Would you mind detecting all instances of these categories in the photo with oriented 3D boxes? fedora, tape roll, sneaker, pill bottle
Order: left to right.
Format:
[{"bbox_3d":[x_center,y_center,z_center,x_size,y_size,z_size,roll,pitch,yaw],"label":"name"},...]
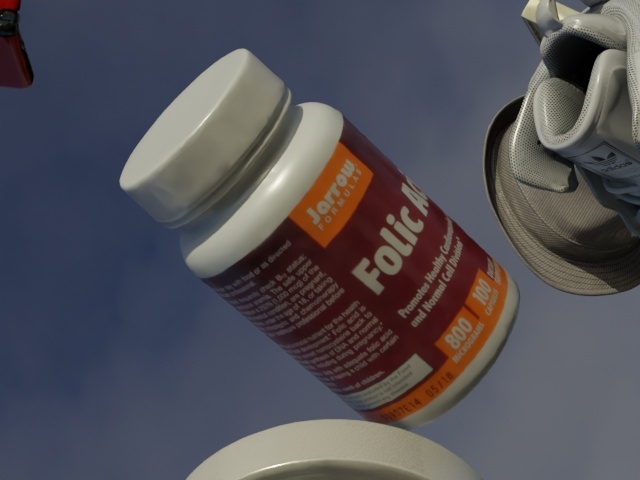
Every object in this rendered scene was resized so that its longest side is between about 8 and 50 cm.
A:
[{"bbox_3d":[0.000,0.000,1.513,0.392,0.224,0.224,42,-102,-19],"label":"pill bottle"},{"bbox_3d":[0.015,0.362,1.558,0.392,0.072,0.392,1,-59,1],"label":"tape roll"},{"bbox_3d":[0.322,-0.084,1.738,0.244,0.275,0.124,0,-30,-20],"label":"fedora"},{"bbox_3d":[0.250,-0.017,1.042,0.210,0.137,0.365,-6,-96,-40],"label":"sneaker"}]

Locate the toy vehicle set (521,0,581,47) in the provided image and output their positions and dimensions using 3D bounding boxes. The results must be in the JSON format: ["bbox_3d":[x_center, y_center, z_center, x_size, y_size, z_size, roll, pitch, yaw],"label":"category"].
[{"bbox_3d":[0.387,-0.209,1.823,0.035,0.267,0.166,-58,-26,-2],"label":"toy vehicle set"}]

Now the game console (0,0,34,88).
[{"bbox_3d":[-0.292,-0.189,1.129,0.124,0.144,0.085,88,-169,-62],"label":"game console"}]
